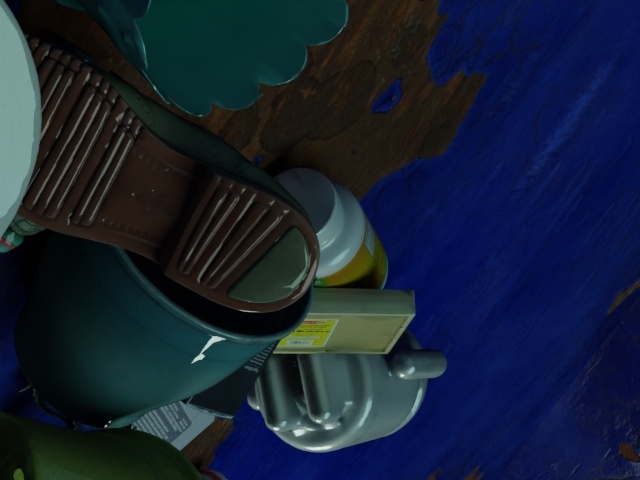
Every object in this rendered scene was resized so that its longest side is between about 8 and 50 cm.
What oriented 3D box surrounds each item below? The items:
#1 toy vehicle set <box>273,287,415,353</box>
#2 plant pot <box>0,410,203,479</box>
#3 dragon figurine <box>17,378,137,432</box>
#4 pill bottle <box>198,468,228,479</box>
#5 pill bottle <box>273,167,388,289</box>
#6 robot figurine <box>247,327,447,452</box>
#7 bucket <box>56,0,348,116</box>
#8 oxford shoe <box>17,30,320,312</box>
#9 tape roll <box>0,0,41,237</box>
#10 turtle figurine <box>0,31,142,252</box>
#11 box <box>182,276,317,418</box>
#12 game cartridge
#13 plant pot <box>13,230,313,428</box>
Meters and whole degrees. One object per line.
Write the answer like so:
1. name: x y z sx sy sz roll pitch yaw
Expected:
1. toy vehicle set: -0.022 0.108 1.824 0.267 0.035 0.166 1 157 -11
2. plant pot: -0.281 0.282 1.333 0.276 0.276 0.254 -46 146 0
3. dragon figurine: -0.307 0.272 1.641 0.144 0.085 0.289 18 82 -43
4. pill bottle: -0.223 0.430 2.121 0.180 0.108 0.108 -16 142 -46
5. pill bottle: 0.000 0.000 1.795 0.136 0.136 0.245 -44 155 -5
6. robot figurine: 0.035 0.207 2.068 0.300 0.199 0.353 -10 175 28
7. bucket: -0.101 -0.266 1.197 0.281 0.183 0.281 -35 152 -22
8. oxford shoe: -0.182 -0.072 1.225 0.140 0.397 0.146 -53 -170 13
9. tape roll: -0.398 -0.080 1.005 0.392 0.072 0.392 -18 131 -22
10. turtle figurine: -0.274 -0.072 1.309 0.234 0.118 0.175 -53 154 1
11. box: -0.130 0.085 1.651 0.207 0.153 0.108 -60 147 0
12. game cartridge: -0.236 0.223 1.862 0.196 0.060 0.294 -37 154 -12
13. plant pot: -0.192 0.062 1.478 0.255 0.271 0.272 -43 159 32
